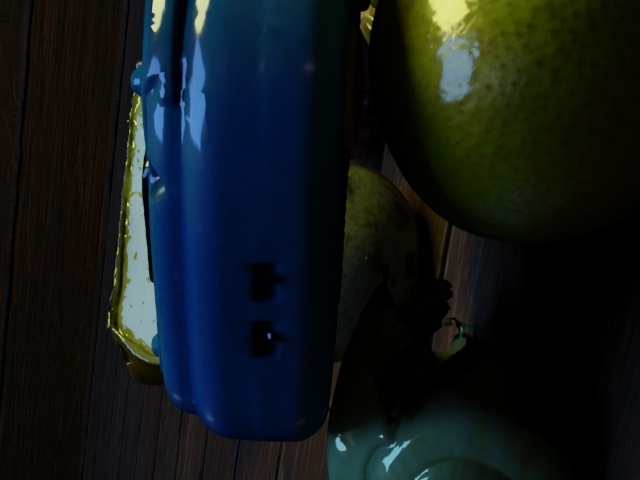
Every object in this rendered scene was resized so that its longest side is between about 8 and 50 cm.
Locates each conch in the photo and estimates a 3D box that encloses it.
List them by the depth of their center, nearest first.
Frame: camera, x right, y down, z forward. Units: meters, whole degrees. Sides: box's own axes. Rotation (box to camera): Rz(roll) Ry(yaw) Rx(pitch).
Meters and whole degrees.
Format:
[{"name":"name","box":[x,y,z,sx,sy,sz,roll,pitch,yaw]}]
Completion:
[{"name":"conch","box":[0.068,0.087,0.938,0.137,0.143,0.250,-53,26,35]}]

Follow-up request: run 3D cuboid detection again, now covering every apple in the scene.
[{"name":"apple","box":[-0.139,-0.015,1.733,0.254,0.179,0.346,-16,69,62]}]

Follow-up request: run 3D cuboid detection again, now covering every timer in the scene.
[{"name":"timer","box":[-0.032,-0.077,0.882,0.309,0.115,0.340,91,-178,-47]}]

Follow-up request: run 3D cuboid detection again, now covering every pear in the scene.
[{"name":"pear","box":[0.123,-0.099,0.756,0.216,0.166,0.180,-42,26,28]}]

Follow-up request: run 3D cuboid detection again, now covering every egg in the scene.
[{"name":"egg","box":[0.006,0.021,1.215,0.182,0.141,0.141,95,170,-46]}]

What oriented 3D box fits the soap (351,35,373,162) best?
[{"name":"soap","box":[-0.028,-0.199,1.411,0.325,0.127,0.220,-100,24,-50]}]

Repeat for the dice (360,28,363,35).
[{"name":"dice","box":[0.006,-0.262,1.194,0.174,0.175,0.179,-105,23,-50]}]

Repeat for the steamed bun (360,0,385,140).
[{"name":"steamed bun","box":[0.074,-0.138,1.029,0.192,0.106,0.177,125,147,-68]}]
